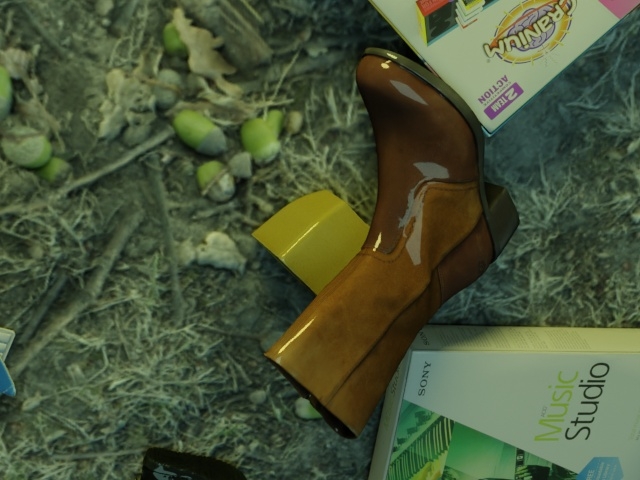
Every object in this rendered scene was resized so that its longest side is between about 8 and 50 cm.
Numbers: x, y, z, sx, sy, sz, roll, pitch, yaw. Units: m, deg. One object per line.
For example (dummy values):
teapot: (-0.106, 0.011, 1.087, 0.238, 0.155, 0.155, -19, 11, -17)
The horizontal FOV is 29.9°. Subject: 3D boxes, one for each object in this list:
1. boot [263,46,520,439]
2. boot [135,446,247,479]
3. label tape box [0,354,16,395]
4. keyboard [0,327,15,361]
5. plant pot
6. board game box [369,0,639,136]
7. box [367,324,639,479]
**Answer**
boot: (0.037, 0.003, 1.076, 0.280, 0.096, 0.264, -48, 134, -18)
boot: (-0.148, 0.276, 1.264, 0.121, 0.045, 0.099, 16, 110, -13)
label tape box: (-0.439, 0.062, 0.891, 0.347, 0.115, 0.249, -4, 125, 21)
keyboard: (-0.379, 0.184, 1.179, 0.072, 0.014, 0.256, 19, 112, -22)
plant pot: (0.000, 0.000, 1.135, 0.083, 0.081, 0.081, -47, 119, -3)
board game box: (0.135, -0.278, 1.024, 0.242, 0.064, 0.316, -41, 119, 10)
box: (0.222, 0.204, 1.306, 0.322, 0.058, 0.232, 2, 117, -13)
